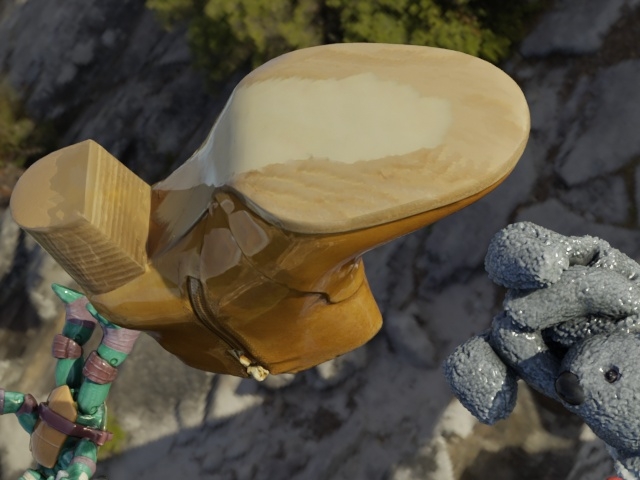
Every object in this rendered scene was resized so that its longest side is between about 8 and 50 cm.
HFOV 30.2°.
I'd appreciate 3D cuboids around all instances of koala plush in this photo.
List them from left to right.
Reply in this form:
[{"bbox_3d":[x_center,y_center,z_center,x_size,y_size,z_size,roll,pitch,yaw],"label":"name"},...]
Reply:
[{"bbox_3d":[0.264,0.112,1.085,0.221,0.203,0.196,48,128,51],"label":"koala plush"}]

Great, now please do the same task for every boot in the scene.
[{"bbox_3d":[-0.001,0.001,0.659,0.295,0.211,0.104,-10,59,25],"label":"boot"}]

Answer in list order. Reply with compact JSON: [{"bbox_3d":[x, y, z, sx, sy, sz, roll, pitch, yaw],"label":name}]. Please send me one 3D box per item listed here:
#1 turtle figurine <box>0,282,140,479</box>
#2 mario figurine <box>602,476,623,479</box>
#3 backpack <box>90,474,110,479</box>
[{"bbox_3d":[-0.249,0.166,1.104,0.175,0.118,0.234,20,87,29],"label":"turtle figurine"},{"bbox_3d":[0.239,0.382,1.247,0.198,0.170,0.320,7,55,47],"label":"mario figurine"},{"bbox_3d":[-0.212,0.443,1.276,0.276,0.213,0.263,-81,10,-49],"label":"backpack"}]
